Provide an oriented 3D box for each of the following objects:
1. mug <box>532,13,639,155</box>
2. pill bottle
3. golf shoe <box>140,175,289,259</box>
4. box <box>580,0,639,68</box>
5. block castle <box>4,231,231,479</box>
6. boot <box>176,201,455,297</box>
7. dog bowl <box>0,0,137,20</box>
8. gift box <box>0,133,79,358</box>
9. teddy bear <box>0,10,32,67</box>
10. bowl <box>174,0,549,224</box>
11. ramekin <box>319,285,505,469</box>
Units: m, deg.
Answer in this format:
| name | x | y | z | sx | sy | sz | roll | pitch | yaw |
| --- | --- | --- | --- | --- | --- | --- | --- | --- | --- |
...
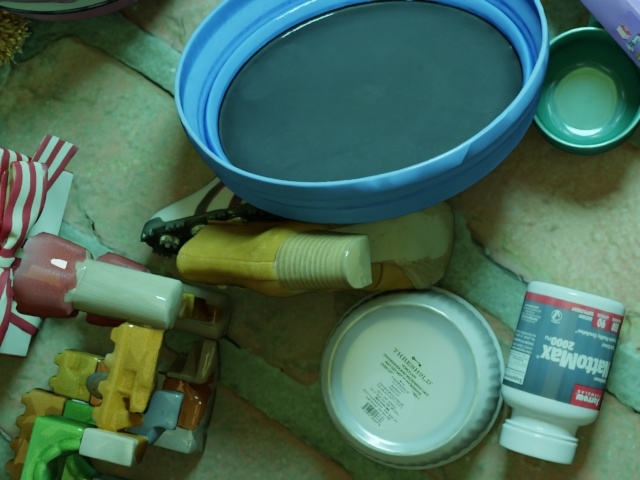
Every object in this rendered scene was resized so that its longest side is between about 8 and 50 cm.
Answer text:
| name | x | y | z | sx | sy | sz | roll | pitch | yaw |
| --- | --- | --- | --- | --- | --- | --- | --- | --- | --- |
| mug | 0.297 | -0.166 | 1.572 | 0.129 | 0.097 | 0.158 | 45 | 93 | 10 |
| pill bottle | 0.252 | 0.141 | 1.553 | 0.108 | 0.108 | 0.180 | 14 | 89 | 10 |
| golf shoe | -0.073 | -0.056 | 1.640 | 0.273 | 0.105 | 0.120 | -17 | 62 | 7 |
| box | 0.358 | -0.299 | 1.544 | 0.201 | 0.057 | 0.293 | -34 | 79 | -29 |
| block castle | -0.264 | 0.230 | 1.535 | 0.213 | 0.303 | 0.453 | 12 | 87 | 11 |
| boot | 0.000 | 0.001 | 1.549 | 0.211 | 0.295 | 0.104 | 4 | 99 | 30 |
| dog bowl | -0.290 | -0.425 | 1.619 | 0.408 | 0.150 | 0.408 | -2 | 70 | 6 |
| gift box | -0.420 | -0.014 | 1.610 | 0.258 | 0.276 | 0.255 | 14 | 92 | 25 |
| teddy bear | -0.498 | -0.268 | 1.705 | 0.338 | 0.113 | 0.245 | 8 | 85 | 10 |
| bowl | 0.044 | -0.170 | 1.521 | 0.391 | 0.077 | 0.391 | -8 | 45 | 9 |
| ramekin | 0.096 | 0.148 | 1.578 | 0.207 | 0.109 | 0.207 | -1 | 86 | 9 |
